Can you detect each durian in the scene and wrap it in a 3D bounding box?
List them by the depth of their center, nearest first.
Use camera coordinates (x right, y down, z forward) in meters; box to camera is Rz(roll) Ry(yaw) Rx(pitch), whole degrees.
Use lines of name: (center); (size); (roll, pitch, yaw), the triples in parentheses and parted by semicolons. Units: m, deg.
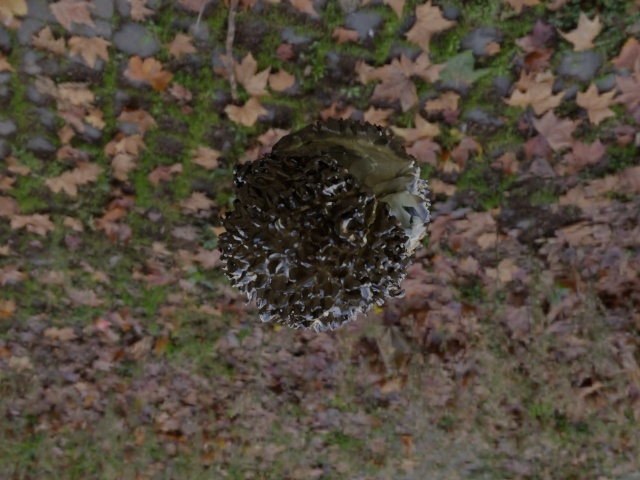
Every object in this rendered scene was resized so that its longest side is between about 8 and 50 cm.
durian: (0.000, 0.000, 0.613); (0.167, 0.196, 0.196); (45, 146, 15)
